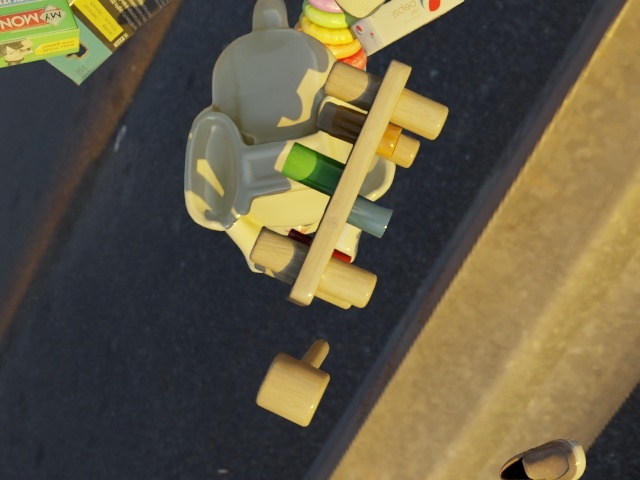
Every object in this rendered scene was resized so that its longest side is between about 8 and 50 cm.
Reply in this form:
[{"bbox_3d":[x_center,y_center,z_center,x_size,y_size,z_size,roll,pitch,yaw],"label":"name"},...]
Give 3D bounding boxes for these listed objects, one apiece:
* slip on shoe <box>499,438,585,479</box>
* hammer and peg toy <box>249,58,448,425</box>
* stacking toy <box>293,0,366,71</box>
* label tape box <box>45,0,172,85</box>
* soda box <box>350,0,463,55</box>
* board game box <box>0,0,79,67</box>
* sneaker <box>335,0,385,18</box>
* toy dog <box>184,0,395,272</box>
[{"bbox_3d":[0.257,0.263,1.091,0.135,0.041,0.051,141,121,-63],"label":"slip on shoe"},{"bbox_3d":[0.000,0.000,1.002,0.266,0.127,0.361,124,169,-86],"label":"hammer and peg toy"},{"bbox_3d":[0.024,-0.448,1.819,0.301,0.166,0.175,98,175,-46],"label":"stacking toy"},{"bbox_3d":[-0.270,-0.382,1.279,0.334,0.106,0.240,-41,-2,-1],"label":"label tape box"},{"bbox_3d":[0.167,-0.434,1.778,0.069,0.216,0.074,59,156,-7],"label":"soda box"},{"bbox_3d":[-0.442,-0.264,0.981,0.213,0.317,0.046,67,157,17],"label":"board game box"},{"bbox_3d":[0.063,-0.370,1.222,0.296,0.112,0.131,102,165,-66],"label":"sneaker"},{"bbox_3d":[-0.066,-0.137,1.462,0.408,0.285,0.395,77,174,-77],"label":"toy dog"}]
